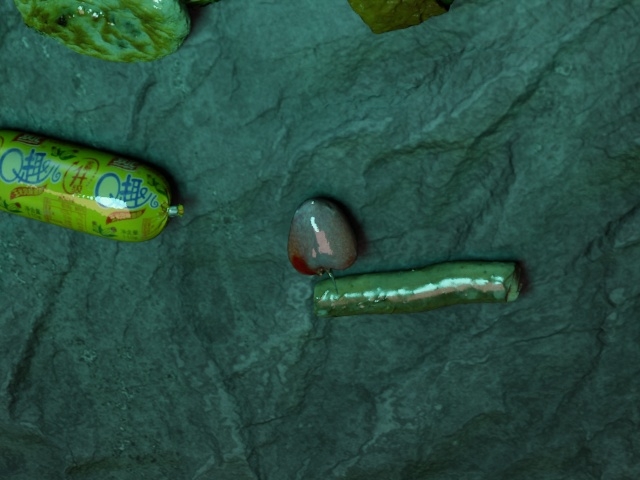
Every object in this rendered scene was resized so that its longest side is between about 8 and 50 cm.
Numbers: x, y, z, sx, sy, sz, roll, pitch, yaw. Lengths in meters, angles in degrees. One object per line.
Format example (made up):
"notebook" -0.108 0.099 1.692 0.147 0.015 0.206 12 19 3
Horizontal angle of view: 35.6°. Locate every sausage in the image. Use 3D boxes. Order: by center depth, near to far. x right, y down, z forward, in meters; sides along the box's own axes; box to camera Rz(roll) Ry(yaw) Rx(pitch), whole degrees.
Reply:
"sausage" -0.368 -0.080 1.463 0.347 0.123 0.123 14 127 3

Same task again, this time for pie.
"pie" -0.279 -0.295 1.270 0.240 0.054 0.240 9 160 3

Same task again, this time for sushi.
"sushi" 0.059 -0.354 1.157 0.140 0.149 0.287 -31 135 18

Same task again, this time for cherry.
"cherry" 0.006 -0.002 1.465 0.106 0.087 0.126 14 109 10

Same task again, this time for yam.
"yam" 0.142 0.073 1.502 0.317 0.067 0.071 -6 137 18

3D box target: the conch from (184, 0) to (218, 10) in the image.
"conch" -0.176 -0.334 1.275 0.170 0.079 0.106 -23 115 43
